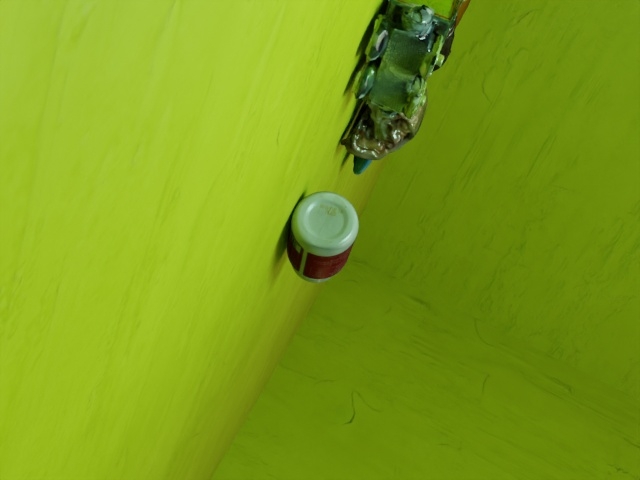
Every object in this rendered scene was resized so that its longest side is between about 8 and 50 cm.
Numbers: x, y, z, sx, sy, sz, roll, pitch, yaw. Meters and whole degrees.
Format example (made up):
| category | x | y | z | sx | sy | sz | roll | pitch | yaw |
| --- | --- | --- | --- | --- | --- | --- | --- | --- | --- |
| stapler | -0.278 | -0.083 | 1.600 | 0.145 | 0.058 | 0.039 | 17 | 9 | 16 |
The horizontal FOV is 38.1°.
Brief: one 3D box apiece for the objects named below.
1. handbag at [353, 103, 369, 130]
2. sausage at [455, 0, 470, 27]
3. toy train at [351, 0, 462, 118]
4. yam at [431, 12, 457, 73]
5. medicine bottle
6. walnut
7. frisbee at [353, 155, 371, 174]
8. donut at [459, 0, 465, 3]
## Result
| category | x | y | z | sx | sy | sz | roll | pitch | yaw |
| --- | --- | --- | --- | --- | --- | --- | --- | --- | --- |
| handbag | 0.117 | -0.266 | 2.116 | 0.139 | 0.072 | 0.115 | -99 | -150 | -75 |
| sausage | 0.360 | -0.652 | 2.529 | 0.098 | 0.098 | 0.238 | -59 | 176 | -42 |
| toy train | 0.145 | -0.332 | 1.618 | 0.261 | 0.134 | 0.177 | 111 | -1 | -61 |
| yam | 0.229 | -0.444 | 1.999 | 0.131 | 0.131 | 0.280 | -63 | 175 | -1 |
| medicine bottle | 0.000 | 0.000 | 1.858 | 0.131 | 0.131 | 0.250 | -62 | 176 | -18 |
| walnut | 0.152 | -0.285 | 1.935 | 0.238 | 0.141 | 0.204 | 116 | -1 | -50 |
| frisbee | 0.127 | -0.273 | 2.238 | 0.242 | 0.045 | 0.242 | -156 | -90 | -82 |
| donut | 0.313 | -0.625 | 1.965 | 0.277 | 0.108 | 0.277 | -62 | 176 | -7 |
